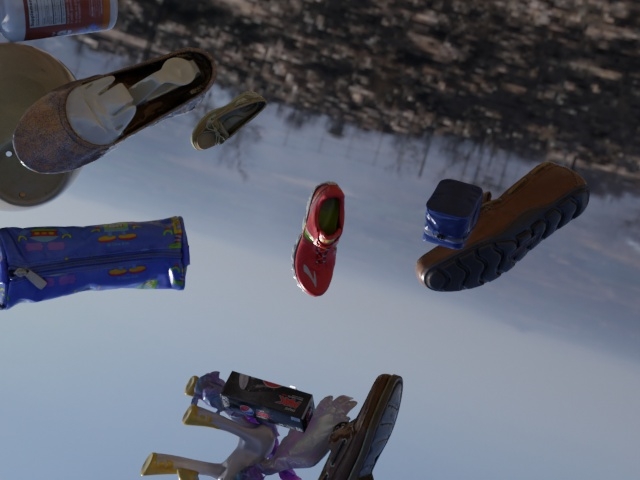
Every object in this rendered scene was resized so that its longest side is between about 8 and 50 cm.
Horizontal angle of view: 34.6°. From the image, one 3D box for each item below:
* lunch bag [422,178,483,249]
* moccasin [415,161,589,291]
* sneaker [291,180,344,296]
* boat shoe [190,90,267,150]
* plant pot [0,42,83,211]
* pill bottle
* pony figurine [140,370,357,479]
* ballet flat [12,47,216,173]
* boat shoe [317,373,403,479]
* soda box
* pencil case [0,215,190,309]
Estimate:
[{"bbox_3d":[0.182,-0.031,1.426,0.067,0.065,0.098,18,-138,19],"label":"lunch bag"},{"bbox_3d":[0.332,-0.034,1.962,0.147,0.380,0.139,45,166,38],"label":"moccasin"},{"bbox_3d":[0.000,0.000,2.405,0.107,0.279,0.118,5,-172,-14],"label":"sneaker"},{"bbox_3d":[-0.165,-0.213,1.848,0.048,0.153,0.056,36,157,56],"label":"boat shoe"},{"bbox_3d":[-0.500,-0.157,1.693,0.284,0.284,0.191,18,-159,-40],"label":"plant pot"},{"bbox_3d":[-0.431,-0.371,1.576,0.216,0.121,0.121,-13,-169,-24],"label":"pill bottle"},{"bbox_3d":[-0.133,0.426,2.114,0.363,0.351,0.303,34,160,-19],"label":"pony figurine"},{"bbox_3d":[-0.254,-0.184,1.330,0.106,0.107,0.316,-24,-170,47],"label":"ballet flat"},{"bbox_3d":[0.062,0.389,1.971,0.104,0.307,0.111,20,175,27],"label":"boat shoe"},{"bbox_3d":[-0.098,0.299,1.907,0.169,0.060,0.053,14,142,18],"label":"soda box"},{"bbox_3d":[-0.346,0.031,1.551,0.306,0.119,0.133,-5,-170,-20],"label":"pencil case"}]
